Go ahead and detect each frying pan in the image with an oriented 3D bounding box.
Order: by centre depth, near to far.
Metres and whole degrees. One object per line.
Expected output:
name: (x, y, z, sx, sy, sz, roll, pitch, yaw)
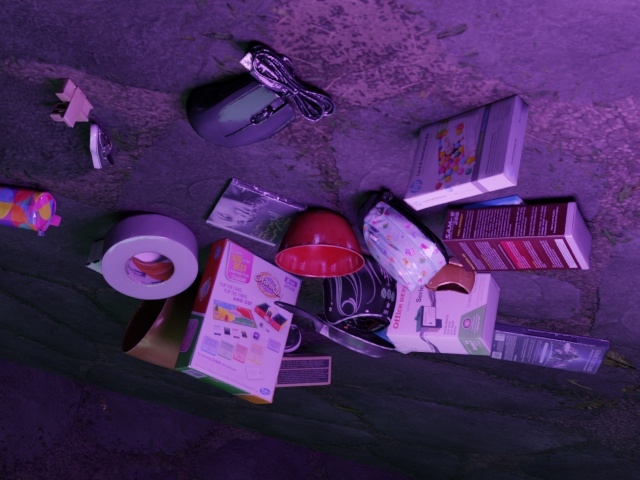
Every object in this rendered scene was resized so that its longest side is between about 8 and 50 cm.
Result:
frying pan: (0.046, 0.209, 1.898, 0.197, 0.053, 0.326, 24, -177, 31)

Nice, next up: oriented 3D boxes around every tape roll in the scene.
tape roll: (-0.392, 0.040, 1.955, 0.219, 0.072, 0.219, -4, 137, -4)

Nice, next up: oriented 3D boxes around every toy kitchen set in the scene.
toy kitchen set: (-0.468, -0.237, 1.519, 0.075, 0.068, 0.083, 4, 153, 20)

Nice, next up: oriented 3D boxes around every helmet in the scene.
helmet: (0.085, 0.113, 1.861, 0.169, 0.162, 0.169, -3, 154, -1)

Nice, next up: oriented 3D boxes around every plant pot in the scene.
plant pot: (-0.355, 0.253, 2.237, 0.254, 0.237, 0.237, 35, 148, -22)

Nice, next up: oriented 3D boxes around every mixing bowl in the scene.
mixing bowl: (0.000, 0.000, 1.725, 0.181, 0.098, 0.181, 2, 157, 1)

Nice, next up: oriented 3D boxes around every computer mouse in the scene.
computer mouse: (-0.128, -0.212, 1.396, 0.272, 0.072, 0.188, -12, 145, 43)

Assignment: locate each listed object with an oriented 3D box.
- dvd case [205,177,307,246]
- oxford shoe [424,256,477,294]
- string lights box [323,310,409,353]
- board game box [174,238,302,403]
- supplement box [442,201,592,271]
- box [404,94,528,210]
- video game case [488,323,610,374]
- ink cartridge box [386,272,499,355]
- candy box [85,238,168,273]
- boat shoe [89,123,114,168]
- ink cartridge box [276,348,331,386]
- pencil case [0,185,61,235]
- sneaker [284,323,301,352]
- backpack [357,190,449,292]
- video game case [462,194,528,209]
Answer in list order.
dvd case: (-0.141, -0.054, 1.795, 0.164, 0.018, 0.221, 20, 154, -14)
oxford shoe: (0.224, 0.067, 1.799, 0.212, 0.076, 0.076, 11, 157, 9)
string lights box: (0.151, 0.196, 2.099, 0.259, 0.077, 0.133, 25, 153, -23)
board game box: (-0.183, 0.190, 1.972, 0.242, 0.317, 0.064, 31, 150, -32)
supplement box: (0.359, -0.003, 1.547, 0.239, 0.073, 0.130, -3, 150, 31)
box: (0.223, -0.132, 1.300, 0.038, 0.145, 0.186, 34, 149, -33)
video game case: (0.563, 0.272, 2.113, 0.274, 0.026, 0.196, 7, 154, 11)
ink cartridge box: (0.269, 0.159, 1.864, 0.219, 0.160, 0.092, -1, 150, 28)
candy box: (-0.463, 0.053, 2.115, 0.164, 0.070, 0.196, 32, 149, -35)
boat shoe: (-0.424, -0.184, 1.642, 0.040, 0.049, 0.142, -2, 159, -11)
ink cartridge box: (-0.110, 0.360, 2.431, 0.193, 0.088, 0.234, 5, 178, -34)
pencil case: (-0.727, -0.077, 1.952, 0.236, 0.105, 0.104, 10, 155, 11)
sneaker: (-0.187, 0.237, 2.334, 0.268, 0.101, 0.153, 6, 154, 3)
backpack: (0.155, 0.009, 1.587, 0.182, 0.115, 0.152, 46, -177, 40)
video game case: (0.361, -0.030, 1.596, 0.119, 0.015, 0.166, -11, 146, 43)
